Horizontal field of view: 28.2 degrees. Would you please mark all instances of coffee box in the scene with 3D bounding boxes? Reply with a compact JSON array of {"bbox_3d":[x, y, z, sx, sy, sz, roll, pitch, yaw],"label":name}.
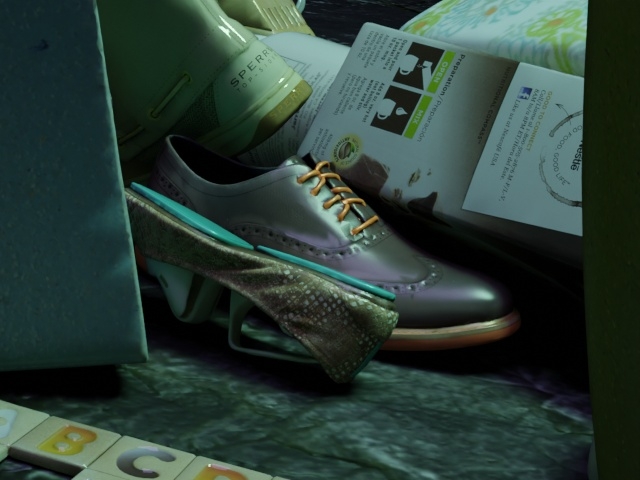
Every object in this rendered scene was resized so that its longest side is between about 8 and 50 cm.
[{"bbox_3d":[0.155,-0.030,0.847,0.297,0.118,0.168,22,-8,38],"label":"coffee box"}]

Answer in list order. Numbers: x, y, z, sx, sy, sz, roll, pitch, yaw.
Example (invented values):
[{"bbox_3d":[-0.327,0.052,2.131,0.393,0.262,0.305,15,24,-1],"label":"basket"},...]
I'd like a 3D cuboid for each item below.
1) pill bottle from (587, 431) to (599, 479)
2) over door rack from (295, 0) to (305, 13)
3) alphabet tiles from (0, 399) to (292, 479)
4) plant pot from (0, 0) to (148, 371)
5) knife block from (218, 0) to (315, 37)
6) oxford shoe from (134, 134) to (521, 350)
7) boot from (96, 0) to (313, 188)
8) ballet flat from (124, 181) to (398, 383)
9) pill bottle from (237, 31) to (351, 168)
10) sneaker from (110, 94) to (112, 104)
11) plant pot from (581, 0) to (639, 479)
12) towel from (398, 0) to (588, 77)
[{"bbox_3d":[0.248,0.088,0.607,0.221,0.121,0.121,13,18,15],"label":"pill bottle"},{"bbox_3d":[-0.212,-0.322,1.605,0.324,0.108,0.239,2,-16,23],"label":"over door rack"},{"bbox_3d":[-0.089,0.129,0.518,0.237,0.009,0.198,12,18,15],"label":"alphabet tiles"},{"bbox_3d":[-0.249,-0.067,0.709,0.252,0.247,0.247,-9,21,-12],"label":"plant pot"},{"bbox_3d":[-0.128,-0.192,1.429,0.275,0.242,0.088,57,30,3],"label":"knife block"},{"bbox_3d":[0.000,0.000,0.813,0.271,0.098,0.097,15,19,21],"label":"oxford shoe"},{"bbox_3d":[-0.144,-0.141,0.932,0.095,0.203,0.262,-48,19,-28],"label":"boot"},{"bbox_3d":[-0.052,0.027,0.752,0.206,0.067,0.073,23,-1,32],"label":"ballet flat"},{"bbox_3d":[-0.011,-0.111,1.106,0.131,0.131,0.229,-8,23,-40],"label":"pill bottle"},{"bbox_3d":[-0.211,-0.154,1.179,0.305,0.114,0.152,-10,25,-43],"label":"sneaker"},{"bbox_3d":[0.204,0.044,0.440,0.275,0.293,0.275,7,17,-2],"label":"plant pot"},{"bbox_3d":[0.266,-0.196,1.007,0.320,0.090,0.374,-34,23,-16],"label":"towel"}]
